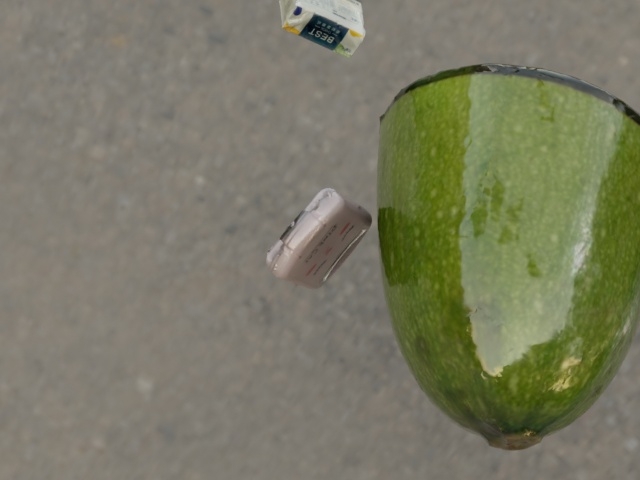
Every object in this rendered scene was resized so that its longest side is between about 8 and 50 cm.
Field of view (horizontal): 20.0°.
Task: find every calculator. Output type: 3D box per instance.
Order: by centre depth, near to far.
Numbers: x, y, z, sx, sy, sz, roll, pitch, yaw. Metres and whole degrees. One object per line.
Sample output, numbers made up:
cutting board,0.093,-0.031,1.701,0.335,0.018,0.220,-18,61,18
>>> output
calculator,0.000,0.000,1.756,0.032,0.175,0.100,41,94,15

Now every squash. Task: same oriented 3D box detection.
squash,0.166,0.039,1.750,0.310,0.310,0.309,23,60,-6

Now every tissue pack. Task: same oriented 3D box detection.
tissue pack,0.001,-0.227,1.839,0.083,0.042,0.062,20,37,-24
